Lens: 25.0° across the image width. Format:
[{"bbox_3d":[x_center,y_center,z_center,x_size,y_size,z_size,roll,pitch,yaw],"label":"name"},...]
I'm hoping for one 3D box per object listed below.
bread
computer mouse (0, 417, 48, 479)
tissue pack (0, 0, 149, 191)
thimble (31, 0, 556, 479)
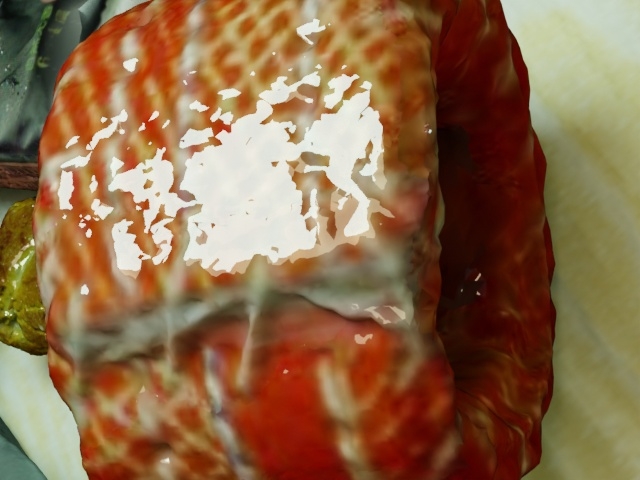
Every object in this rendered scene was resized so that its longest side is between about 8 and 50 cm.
[{"bbox_3d":[-0.151,0.023,1.046,0.172,0.103,0.132,1,69,28],"label":"bread"},{"bbox_3d":[-0.268,0.217,1.002,0.188,0.122,0.371,-39,38,-11],"label":"computer mouse"},{"bbox_3d":[-0.246,-0.156,1.133,0.332,0.123,0.245,5,68,45],"label":"tissue pack"},{"bbox_3d":[0.000,0.000,0.832,0.230,0.350,0.350,-8,65,20],"label":"thimble"}]
